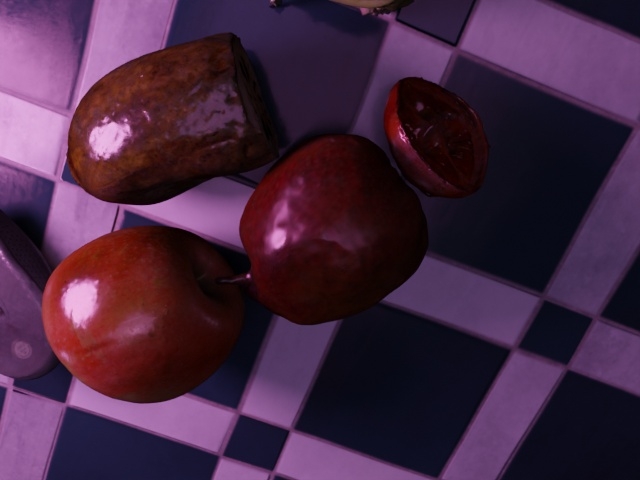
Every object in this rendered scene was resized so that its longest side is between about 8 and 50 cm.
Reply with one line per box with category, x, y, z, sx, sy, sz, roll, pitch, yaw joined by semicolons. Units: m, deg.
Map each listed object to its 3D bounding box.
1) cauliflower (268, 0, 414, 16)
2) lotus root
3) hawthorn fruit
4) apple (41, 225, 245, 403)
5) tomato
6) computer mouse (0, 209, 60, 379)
cauliflower;0.027;-0.445;0.715;0.315;0.256;0.239;-1;128;31
lotus root;-0.253;-0.185;0.773;0.346;0.250;0.250;-20;104;13
hawthorn fruit;0.021;-0.010;0.778;0.308;0.308;0.324;29;81;-7
apple;-0.294;0.118;0.819;0.277;0.319;0.319;-37;102;7
tomato;0.186;-0.169;0.802;0.228;0.228;0.101;47;139;-11
computer mouse;-0.624;0.096;0.919;0.188;0.122;0.371;-28;96;5
